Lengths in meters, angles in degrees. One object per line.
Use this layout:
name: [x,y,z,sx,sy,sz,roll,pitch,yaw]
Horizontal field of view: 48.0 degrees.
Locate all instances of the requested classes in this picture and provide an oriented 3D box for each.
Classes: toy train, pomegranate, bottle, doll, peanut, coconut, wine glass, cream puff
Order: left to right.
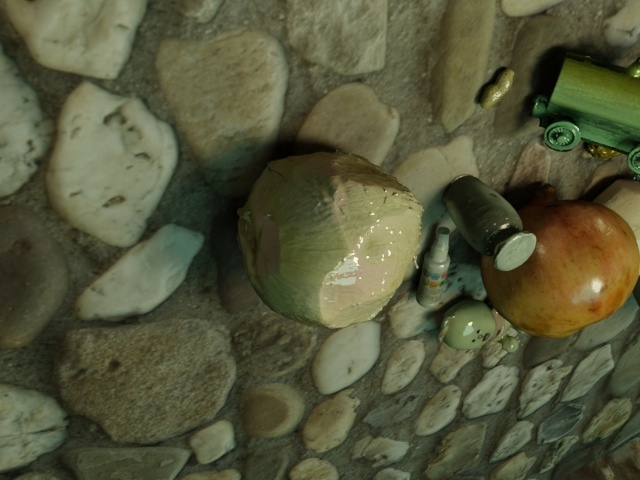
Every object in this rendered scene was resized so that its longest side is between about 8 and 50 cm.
coconut: [0.000,0.000,1.189,0.254,0.297,0.297,-5,134,-47]
bottle: [0.253,0.059,1.578,0.060,0.060,0.217,-15,138,-19]
doll: [0.386,0.212,1.784,0.274,0.113,0.155,7,117,-28]
wine glass: [0.331,-0.037,1.422,0.111,0.204,0.111,-17,136,-17]
peanut: [0.323,-0.275,1.311,0.037,0.037,0.083,23,111,-44]
pomegranate: [0.499,0.038,1.538,0.338,0.338,0.338,-17,137,-17]
cream puff: [0.616,-0.206,1.550,0.083,0.083,0.058,-3,92,-15]
toy train: [0.548,-0.232,1.326,0.190,0.307,0.126,94,19,-57]
coconut: [0.730,-0.038,1.668,0.234,0.224,0.224,-40,139,4]

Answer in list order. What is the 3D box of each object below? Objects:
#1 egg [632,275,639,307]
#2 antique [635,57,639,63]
egg: [0.991,0.132,1.910,0.278,0.336,0.278,-15,141,-12]
antique: [0.701,-0.291,1.445,0.146,0.148,0.152,-42,136,14]
